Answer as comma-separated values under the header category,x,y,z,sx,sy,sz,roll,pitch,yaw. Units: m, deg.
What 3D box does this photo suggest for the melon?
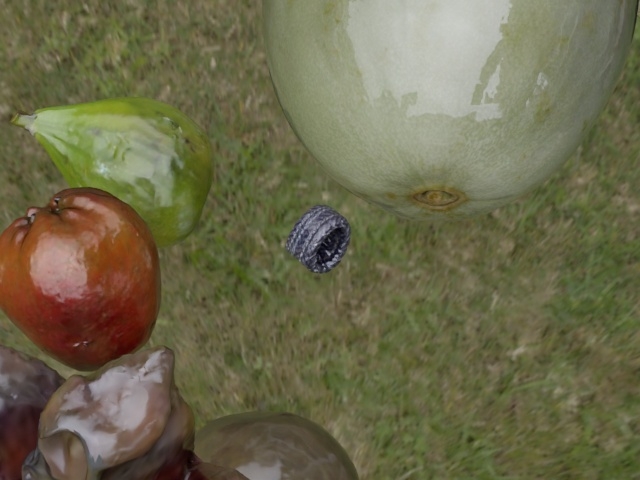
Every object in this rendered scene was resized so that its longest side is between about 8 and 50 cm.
category,x,y,z,sx,sy,sz,roll,pitch,yaw
melon,0.085,-0.160,0.809,0.272,0.271,0.308,5,35,0

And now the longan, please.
category,x,y,z,sx,sy,sz,roll,pitch,yaw
longan,-0.078,0.377,1.628,0.297,0.297,0.297,0,74,-1

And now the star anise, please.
category,x,y,z,sx,sy,sz,roll,pitch,yaw
star anise,-0.115,0.121,0.553,0.214,0.220,0.099,36,52,-9

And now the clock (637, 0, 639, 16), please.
category,x,y,z,sx,sy,sz,roll,pitch,yaw
clock,0.340,-0.324,1.170,0.276,0.120,0.379,35,46,-27

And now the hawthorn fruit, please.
category,x,y,z,sx,sy,sz,roll,pitch,yaw
hawthorn fruit,-0.298,0.062,1.559,0.224,0.224,0.260,-26,114,-8

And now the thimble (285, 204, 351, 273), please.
category,x,y,z,sx,sy,sz,roll,pitch,yaw
thimble,0.002,-0.002,1.989,0.104,0.095,0.066,-50,54,1

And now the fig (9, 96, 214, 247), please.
category,x,y,z,sx,sy,sz,roll,pitch,yaw
fig,-0.308,-0.138,1.921,0.314,0.233,0.233,45,75,-25
